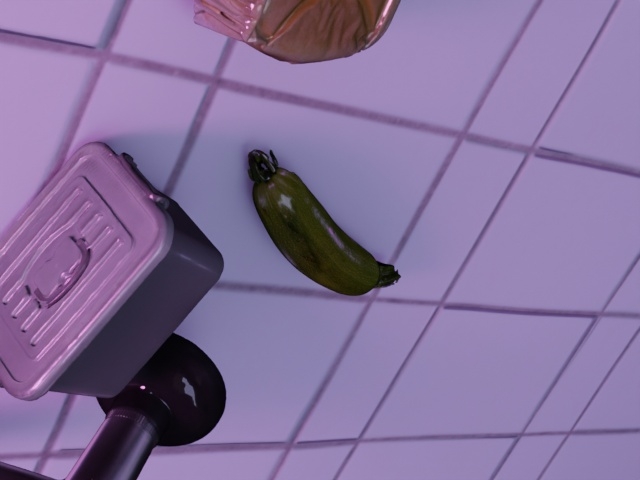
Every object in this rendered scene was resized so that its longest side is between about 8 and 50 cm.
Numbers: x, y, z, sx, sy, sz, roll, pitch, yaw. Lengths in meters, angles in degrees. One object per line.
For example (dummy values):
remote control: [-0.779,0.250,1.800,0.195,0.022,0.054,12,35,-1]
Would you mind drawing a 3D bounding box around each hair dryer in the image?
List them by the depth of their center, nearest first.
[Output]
hair dryer: [-0.293,0.194,1.204,0.320,0.284,0.155,-49,169,-49]

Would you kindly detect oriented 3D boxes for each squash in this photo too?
squash: [-0.002,0.002,1.339,0.080,0.071,0.318,-45,140,3]

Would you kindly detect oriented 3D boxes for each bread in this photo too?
bread: [-0.005,-0.272,1.068,0.192,0.110,0.209,-9,130,-40]

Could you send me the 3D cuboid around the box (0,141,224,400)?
box: [-0.219,0.042,1.152,0.243,0.163,0.135,-49,148,7]
